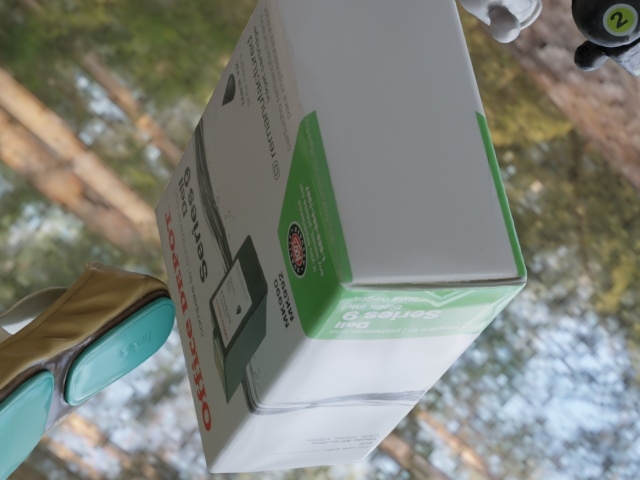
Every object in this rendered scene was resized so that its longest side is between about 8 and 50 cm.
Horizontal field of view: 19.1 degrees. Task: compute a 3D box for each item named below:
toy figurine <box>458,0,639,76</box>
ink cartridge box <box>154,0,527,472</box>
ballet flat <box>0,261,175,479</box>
[{"bbox_3d":[0.188,-0.233,1.342,0.209,0.148,0.213,23,-88,29],"label":"toy figurine"},{"bbox_3d":[0.000,0.000,1.196,0.289,0.121,0.211,123,-41,-56],"label":"ink cartridge box"},{"bbox_3d":[-0.172,0.078,1.087,0.073,0.080,0.232,27,-148,18],"label":"ballet flat"}]
